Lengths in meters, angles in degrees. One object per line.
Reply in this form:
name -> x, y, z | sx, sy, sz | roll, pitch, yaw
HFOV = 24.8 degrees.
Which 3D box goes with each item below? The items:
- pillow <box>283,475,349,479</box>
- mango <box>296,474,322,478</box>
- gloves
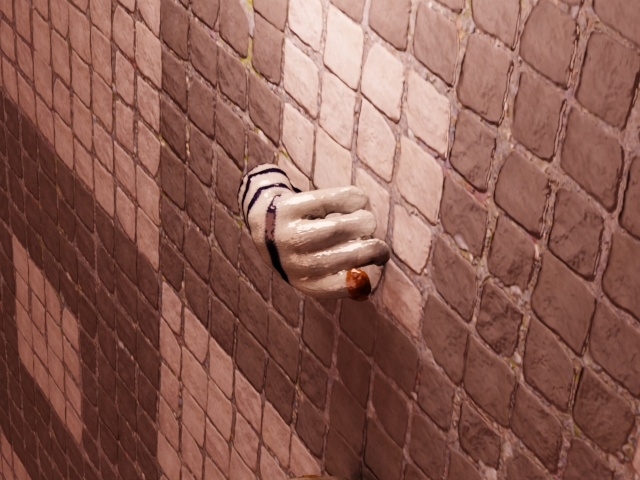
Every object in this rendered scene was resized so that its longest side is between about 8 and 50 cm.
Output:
pillow -> 0.031, 0.421, 1.855 | 0.067, 0.173, 0.270 | -27, 78, 34
mango -> -0.007, 0.363, 1.968 | 0.057, 0.079, 0.114 | 41, -179, -39
gloves -> -0.014, 0.000, 1.735 | 0.219, 0.131, 0.140 | -125, 29, -48
